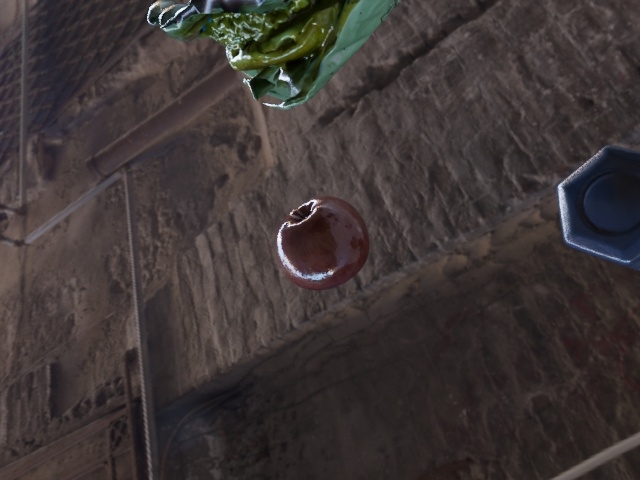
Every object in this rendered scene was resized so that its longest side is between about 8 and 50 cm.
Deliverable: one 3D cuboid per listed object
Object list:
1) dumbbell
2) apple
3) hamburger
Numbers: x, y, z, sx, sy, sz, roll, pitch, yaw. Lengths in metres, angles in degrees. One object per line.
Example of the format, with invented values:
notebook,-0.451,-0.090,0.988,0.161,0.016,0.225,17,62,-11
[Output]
dumbbell,0.463,-0.029,0.759,0.325,0.144,0.160,9,-108,-49
apple,0.000,0.000,0.826,0.120,0.153,0.153,53,-158,-29
hamburger,-0.022,-0.219,0.534,0.276,0.260,0.150,-44,-63,-41
